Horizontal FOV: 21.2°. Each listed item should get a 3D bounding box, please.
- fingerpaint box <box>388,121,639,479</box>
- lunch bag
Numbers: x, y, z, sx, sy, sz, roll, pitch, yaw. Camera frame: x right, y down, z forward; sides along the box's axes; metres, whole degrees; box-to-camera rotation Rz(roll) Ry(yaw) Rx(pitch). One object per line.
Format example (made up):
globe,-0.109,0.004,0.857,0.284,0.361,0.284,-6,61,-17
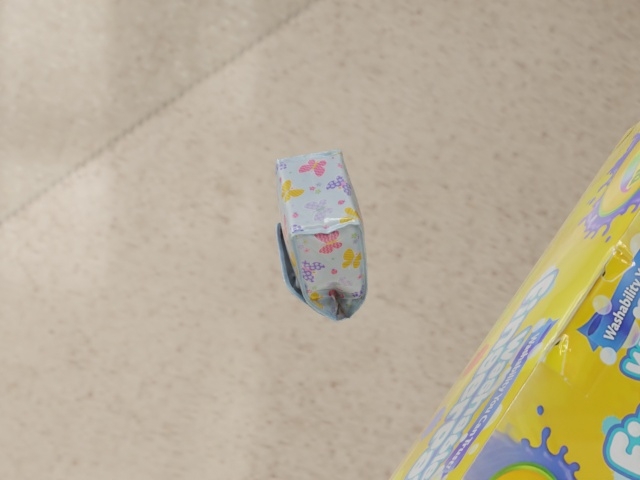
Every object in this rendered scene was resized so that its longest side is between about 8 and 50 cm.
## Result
fingerpaint box,0.264,0.171,1.090,0.445,0.371,0.163,-53,6,-26
lunch bag,0.000,0.000,1.027,0.053,0.083,0.071,-12,46,-1
